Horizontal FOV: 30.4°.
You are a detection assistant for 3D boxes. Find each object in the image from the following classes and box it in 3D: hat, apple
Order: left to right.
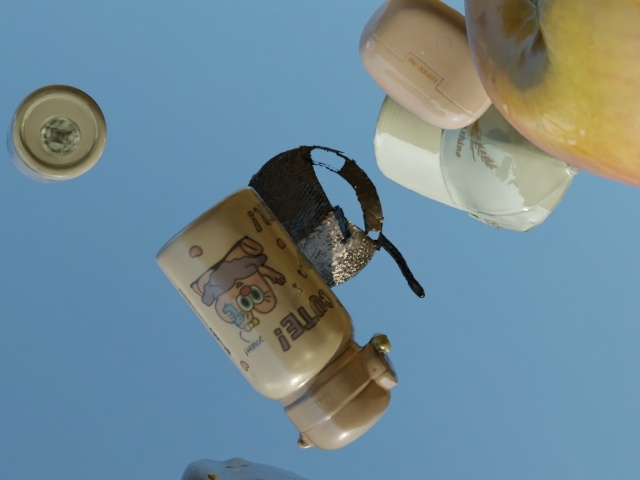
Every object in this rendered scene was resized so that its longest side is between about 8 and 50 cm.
[{"bbox_3d":[0.235,-0.161,1.787,0.301,0.258,0.168,15,-177,-13],"label":"hat"},{"bbox_3d":[0.216,-0.166,0.726,0.233,0.286,0.286,-15,-115,-17],"label":"apple"}]

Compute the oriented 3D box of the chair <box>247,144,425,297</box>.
[{"bbox_3d":[0.000,0.000,1.401,0.149,0.174,0.213,34,-156,-43],"label":"chair"}]

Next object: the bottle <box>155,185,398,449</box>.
[{"bbox_3d":[-0.025,0.062,0.920,0.209,0.110,0.097,51,-168,0],"label":"bottle"}]

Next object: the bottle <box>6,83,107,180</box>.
[{"bbox_3d":[-0.324,-0.124,1.427,0.110,0.233,0.110,0,-90,-17],"label":"bottle"}]

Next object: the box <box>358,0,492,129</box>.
[{"bbox_3d":[0.148,-0.241,1.584,0.200,0.146,0.088,39,-161,0],"label":"box"}]

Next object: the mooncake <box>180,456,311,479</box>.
[{"bbox_3d":[-0.061,0.312,1.307,0.235,0.235,0.117,23,-93,-27],"label":"mooncake"}]
